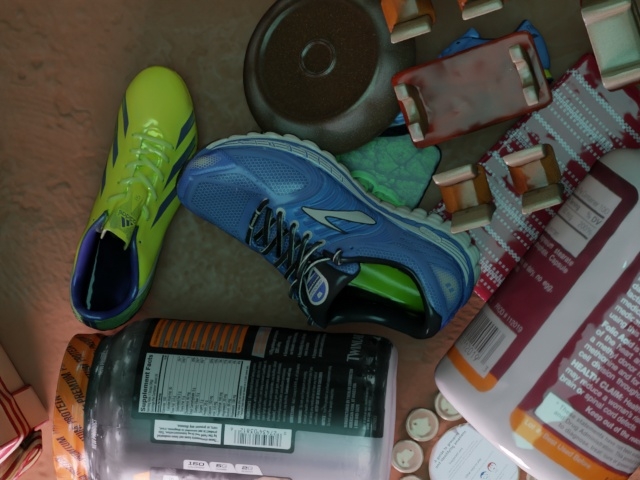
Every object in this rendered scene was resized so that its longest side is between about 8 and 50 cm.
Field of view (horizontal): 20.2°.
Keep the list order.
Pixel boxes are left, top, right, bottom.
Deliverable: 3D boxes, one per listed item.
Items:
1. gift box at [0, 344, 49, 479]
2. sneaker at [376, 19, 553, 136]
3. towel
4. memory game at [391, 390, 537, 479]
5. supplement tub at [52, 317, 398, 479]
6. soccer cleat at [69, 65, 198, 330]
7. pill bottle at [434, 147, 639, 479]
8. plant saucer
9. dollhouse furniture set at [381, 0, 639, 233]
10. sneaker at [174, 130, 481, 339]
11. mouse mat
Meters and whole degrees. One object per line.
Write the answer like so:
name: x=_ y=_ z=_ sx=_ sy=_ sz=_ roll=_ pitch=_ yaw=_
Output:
gift box: x=-0.457 y=0.183 z=1.864 sx=0.255 sy=0.276 sz=0.258 roll=-31 pitch=91 yaw=10
sneaker: x=0.138 y=-0.171 z=1.902 sx=0.209 sy=0.069 sz=0.082 roll=-20 pitch=85 yaw=3
towel: x=0.262 y=-0.041 z=1.913 sx=0.199 sy=0.031 sz=0.275 roll=45 pitch=97 yaw=0
memory game: x=0.166 y=0.245 z=1.940 sx=0.186 sy=0.012 sz=0.186 roll=0 pitch=93 yaw=5
supplement tub: x=-0.094 y=0.188 z=1.862 sx=0.338 sy=0.207 sz=0.207 roll=4 pitch=92 yaw=5
soccer cleat: x=-0.197 y=-0.043 z=1.904 sx=0.093 sy=0.121 sz=0.289 roll=16 pitch=93 yaw=4
pill bottle: x=0.314 y=0.050 z=1.792 sx=0.224 sy=0.224 sz=0.392 roll=38 pitch=98 yaw=2
plant saucer: x=0.002 y=-0.188 z=1.891 sx=0.198 sy=0.036 sz=0.198 roll=-5 pitch=78 yaw=22
dollhouse furniture set: x=0.203 y=-0.169 z=1.819 sx=0.259 sy=0.135 sz=0.262 roll=-17 pitch=95 yaw=12
sneaker: x=0.000 y=0.000 z=1.853 sx=0.330 sy=0.147 sz=0.130 roll=23 pitch=128 yaw=4
mouse mat: x=0.018 y=-0.072 z=1.943 sx=0.190 sy=0.007 sz=0.152 roll=26 pitch=94 yaw=4
